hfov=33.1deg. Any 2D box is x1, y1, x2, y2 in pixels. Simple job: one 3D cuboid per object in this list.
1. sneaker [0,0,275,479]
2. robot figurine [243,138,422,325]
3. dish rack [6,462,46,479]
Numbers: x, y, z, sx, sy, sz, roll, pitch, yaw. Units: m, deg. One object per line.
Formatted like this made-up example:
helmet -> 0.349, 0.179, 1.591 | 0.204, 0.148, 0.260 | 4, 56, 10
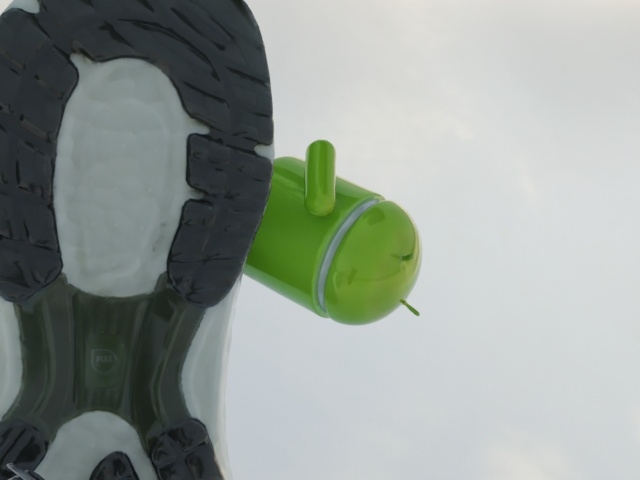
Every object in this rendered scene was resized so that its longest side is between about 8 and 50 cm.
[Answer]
sneaker -> -0.120, 0.071, 0.538 | 0.158, 0.410, 0.182 | 11, -173, -18
robot figurine -> 0.000, 0.000, 0.534 | 0.115, 0.101, 0.067 | 26, -120, 28
dish rack -> -0.063, 0.190, 0.278 | 0.271, 0.208, 0.074 | 23, -177, 41
